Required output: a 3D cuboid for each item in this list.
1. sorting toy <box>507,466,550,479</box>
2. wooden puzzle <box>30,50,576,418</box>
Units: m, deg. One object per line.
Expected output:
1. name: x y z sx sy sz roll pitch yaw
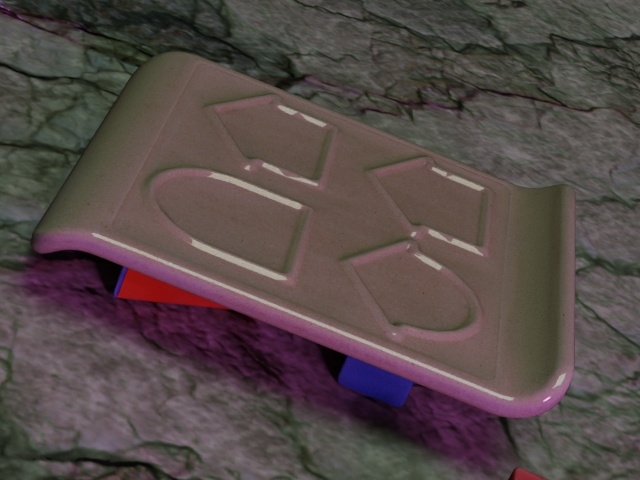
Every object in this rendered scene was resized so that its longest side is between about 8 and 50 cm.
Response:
1. sorting toy: 0.155 0.236 0.913 0.257 0.089 0.255 23 27 -1
2. wooden puzzle: 0.000 0.000 1.245 0.347 0.080 0.322 18 27 -1
